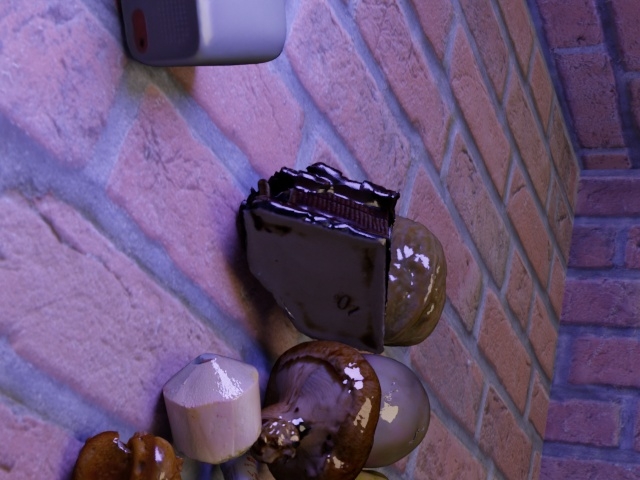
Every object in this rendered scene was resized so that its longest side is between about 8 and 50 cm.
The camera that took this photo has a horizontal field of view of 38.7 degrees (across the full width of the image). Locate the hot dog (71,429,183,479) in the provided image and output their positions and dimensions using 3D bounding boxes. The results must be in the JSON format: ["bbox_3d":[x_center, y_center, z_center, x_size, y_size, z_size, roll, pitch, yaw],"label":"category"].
[{"bbox_3d":[-0.264,0.425,1.194,0.117,0.158,0.348,60,33,-73],"label":"hot dog"}]

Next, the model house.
[{"bbox_3d":[0.000,0.000,1.646,0.282,0.317,0.297,-86,-168,-55],"label":"model house"}]

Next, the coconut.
[{"bbox_3d":[-0.164,0.244,1.380,0.147,0.147,0.152,-32,120,-58],"label":"coconut"}]

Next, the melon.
[{"bbox_3d":[0.097,0.334,1.796,0.317,0.223,0.223,25,69,-65],"label":"melon"}]

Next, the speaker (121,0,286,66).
[{"bbox_3d":[-0.182,-0.447,1.290,0.184,0.183,0.406,-24,112,-55],"label":"speaker"}]

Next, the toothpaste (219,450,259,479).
[{"bbox_3d":[-0.114,0.405,1.437,0.089,0.057,0.234,62,2,-45],"label":"toothpaste"}]

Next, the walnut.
[{"bbox_3d":[0.145,0.079,1.849,0.227,0.283,0.282,26,66,-34],"label":"walnut"}]

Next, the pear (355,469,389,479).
[{"bbox_3d":[0.054,0.528,1.752,0.197,0.197,0.197,-3,94,-62],"label":"pear"}]

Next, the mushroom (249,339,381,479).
[{"bbox_3d":[-0.022,0.290,1.554,0.254,0.267,0.267,49,48,-39],"label":"mushroom"}]
